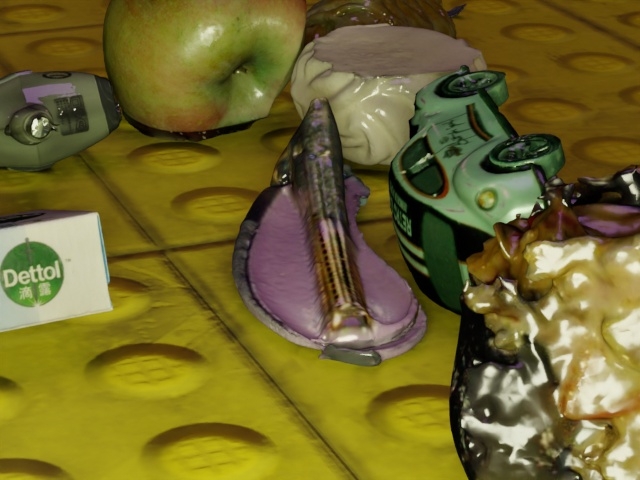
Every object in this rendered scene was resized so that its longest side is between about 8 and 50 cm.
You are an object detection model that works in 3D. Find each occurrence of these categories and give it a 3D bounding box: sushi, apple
[{"bbox_3d":[0.186,0.058,1.051,0.213,0.200,0.204,4,19,11],"label":"sushi"},{"bbox_3d":[-0.115,-0.197,1.706,0.207,0.174,0.188,-41,46,9],"label":"apple"}]

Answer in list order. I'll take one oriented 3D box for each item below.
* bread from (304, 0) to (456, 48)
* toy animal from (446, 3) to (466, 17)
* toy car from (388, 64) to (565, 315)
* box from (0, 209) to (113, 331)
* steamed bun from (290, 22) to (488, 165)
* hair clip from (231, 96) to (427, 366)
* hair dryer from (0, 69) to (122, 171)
[{"bbox_3d":[0.065,-0.234,1.929,0.128,0.088,0.232,18,22,20],"label":"bread"},{"bbox_3d":[0.127,-0.277,2.101,0.084,0.028,0.050,2,30,2],"label":"toy animal"},{"bbox_3d":[0.113,-0.027,1.351,0.125,0.136,0.306,-17,23,-3],"label":"toy car"},{"bbox_3d":[-0.258,0.028,1.235,0.194,0.073,0.139,-10,6,-24],"label":"box"},{"bbox_3d":[0.060,-0.125,1.626,0.182,0.106,0.183,-1,25,0],"label":"steamed bun"},{"bbox_3d":[-0.002,0.000,1.382,0.110,0.095,0.359,31,24,-19],"label":"hair clip"},{"bbox_3d":[-0.295,-0.087,1.533,0.219,0.088,0.225,-12,8,11],"label":"hair dryer"}]
